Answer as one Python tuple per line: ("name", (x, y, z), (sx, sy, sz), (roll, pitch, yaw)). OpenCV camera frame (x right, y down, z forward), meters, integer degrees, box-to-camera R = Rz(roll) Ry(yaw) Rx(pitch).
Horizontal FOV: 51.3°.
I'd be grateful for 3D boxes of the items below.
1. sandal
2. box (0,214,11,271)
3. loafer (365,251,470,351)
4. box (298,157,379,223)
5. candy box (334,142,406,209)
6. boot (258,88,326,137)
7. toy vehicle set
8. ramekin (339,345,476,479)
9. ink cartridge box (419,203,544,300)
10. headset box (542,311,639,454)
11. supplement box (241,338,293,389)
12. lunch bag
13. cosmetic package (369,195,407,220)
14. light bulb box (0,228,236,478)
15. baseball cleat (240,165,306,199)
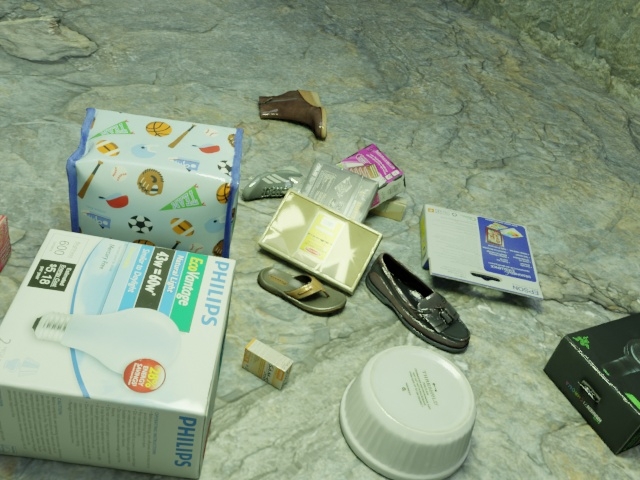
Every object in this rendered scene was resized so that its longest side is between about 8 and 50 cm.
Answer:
("sandal", (-0.043, 0.107, 1.568), (0.219, 0.060, 0.090), (24, 40, 12))
("box", (-0.744, 0.056, 1.355), (0.128, 0.122, 0.256), (11, 39, -6))
("loafer", (0.232, 0.143, 1.585), (0.303, 0.095, 0.109), (38, 45, 26))
("box", (0.025, -0.079, 1.725), (0.183, 0.056, 0.231), (22, 74, 9))
("candy box", (0.095, -0.152, 1.842), (0.233, 0.071, 0.159), (-32, 53, -10))
("boot", (-0.090, -0.404, 2.172), (0.207, 0.090, 0.248), (-7, 44, -8))
("toy vehicle set", (0.000, 0.000, 1.650), (0.267, 0.035, 0.166), (27, 76, 11))
("ramekin", (0.181, 0.329, 1.321), (0.273, 0.127, 0.272), (9, 39, -7))
("ink cartridge box", (0.422, 0.042, 1.795), (0.304, 0.072, 0.307), (13, 41, -4))
("headset box", (0.686, 0.313, 1.500), (0.283, 0.131, 0.246), (-9, 44, -26))
("supplement box", (-0.110, 0.254, 1.369), (0.098, 0.062, 0.036), (27, 40, 16))
("lunch bag", (-0.339, -0.043, 1.394), (0.328, 0.385, 0.238), (9, 43, -9))
("cosmetic package", (0.182, -0.101, 1.891), (0.115, 0.060, 0.041), (15, 40, 2))
("light bulb box", (-0.361, 0.200, 1.214), (0.361, 0.225, 0.357), (9, 43, -6))
("baseball cleat", (-0.117, -0.147, 1.843), (0.109, 0.072, 0.206), (43, 50, 21))
